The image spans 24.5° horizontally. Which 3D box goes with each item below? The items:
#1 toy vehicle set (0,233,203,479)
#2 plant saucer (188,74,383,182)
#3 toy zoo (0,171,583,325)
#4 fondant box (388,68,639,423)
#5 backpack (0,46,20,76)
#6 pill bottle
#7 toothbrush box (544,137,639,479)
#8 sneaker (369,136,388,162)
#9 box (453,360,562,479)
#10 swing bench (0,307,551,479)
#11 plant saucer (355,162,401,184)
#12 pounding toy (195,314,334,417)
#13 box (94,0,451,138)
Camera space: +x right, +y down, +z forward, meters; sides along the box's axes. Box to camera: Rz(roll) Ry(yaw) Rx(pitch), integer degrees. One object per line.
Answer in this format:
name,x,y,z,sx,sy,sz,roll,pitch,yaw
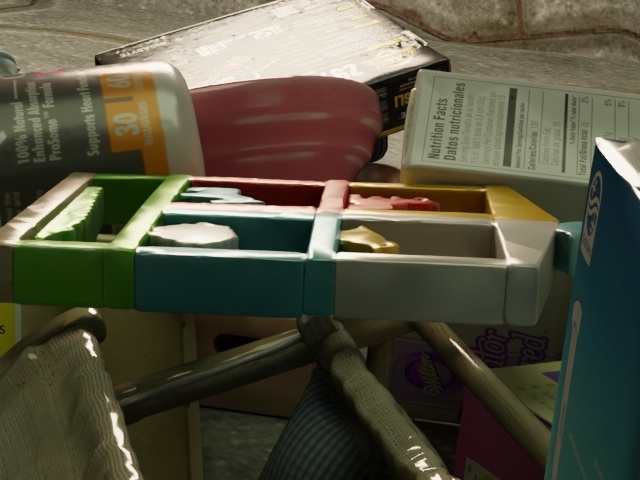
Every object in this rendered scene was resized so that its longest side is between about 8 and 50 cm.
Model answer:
toy vehicle set,-0.198,0.076,0.781,0.267,0.166,0.035,2,-25,-14
plant saucer,-0.107,-0.040,1.159,0.332,0.084,0.332,-13,-7,-2
toy zoo,0.000,0.000,0.738,0.293,0.030,0.192,2,13,2
fondant box,0.210,0.027,0.928,0.330,0.238,0.096,8,47,6
backpack,-0.313,-0.090,1.267,0.166,0.144,0.188,-11,5,-19
pill bottle,-0.214,-0.018,0.907,0.278,0.162,0.162,-7,18,-11
toothbrush box,0.172,0.133,0.428,0.216,0.295,0.126,7,16,0
sneaker,-0.028,-0.150,1.788,0.124,0.107,0.283,-1,26,-37
box,0.223,0.145,0.745,0.243,0.117,0.213,-4,18,-29
swing bench,-0.035,0.133,0.602,0.254,0.165,0.253,1,16,-17
plant saucer,0.003,-0.042,1.459,0.168,0.029,0.168,-7,18,2
pounding toy,-0.024,0.052,1.022,0.141,0.100,0.130,7,16,6
box,-0.056,-0.172,1.624,0.322,0.079,0.257,-20,37,-20
